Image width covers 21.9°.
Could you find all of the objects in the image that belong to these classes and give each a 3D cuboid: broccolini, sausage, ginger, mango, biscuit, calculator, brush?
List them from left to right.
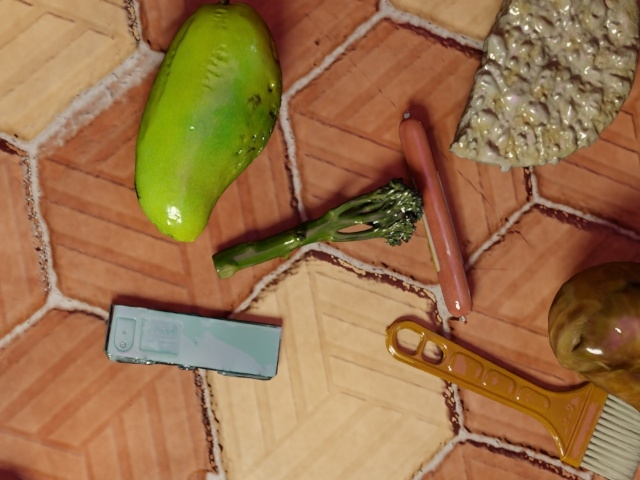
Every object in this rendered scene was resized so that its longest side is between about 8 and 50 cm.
[{"bbox_3d":[-0.121,0.098,1.582,0.172,0.018,0.057,8,85,-18],"label":"calculator"},{"bbox_3d":[-0.104,-0.111,1.554,0.125,0.111,0.232,15,83,-13],"label":"mango"},{"bbox_3d":[-0.001,-0.001,1.622,0.216,0.058,0.067,-23,53,-11],"label":"broccolini"},{"bbox_3d":[0.116,-0.023,1.663,0.029,0.029,0.223,-16,92,-19],"label":"sausage"},{"bbox_3d":[0.202,0.155,1.690,0.314,0.017,0.090,26,79,-14],"label":"brush"},{"bbox_3d":[0.240,-0.183,1.688,0.179,0.084,0.281,30,80,-19],"label":"biscuit"},{"bbox_3d":[0.373,0.126,1.669,0.321,0.165,0.172,37,55,-13],"label":"ginger"}]
